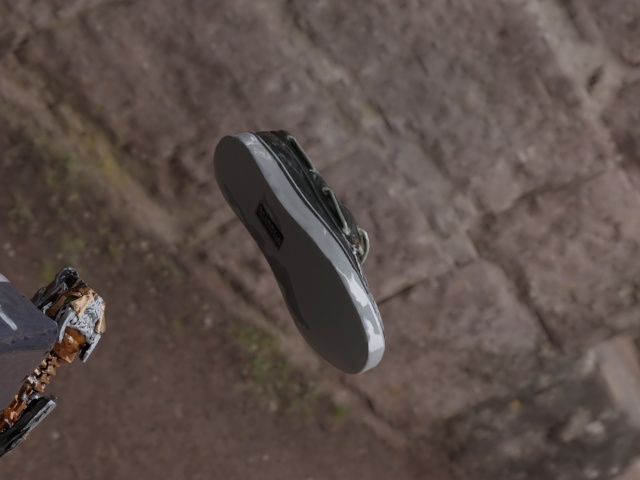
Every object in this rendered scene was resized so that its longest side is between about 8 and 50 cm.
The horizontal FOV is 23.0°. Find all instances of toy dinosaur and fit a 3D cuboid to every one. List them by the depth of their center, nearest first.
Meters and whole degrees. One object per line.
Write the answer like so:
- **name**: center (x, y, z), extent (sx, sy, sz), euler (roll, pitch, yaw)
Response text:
- **toy dinosaur**: center (-0.338, 0.134, 1.387), extent (0.218, 0.322, 0.164), euler (44, -23, 43)

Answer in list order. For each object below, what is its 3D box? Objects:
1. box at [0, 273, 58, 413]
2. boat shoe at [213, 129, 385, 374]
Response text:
- **box**: center (-0.433, 0.001, 0.637), extent (0.480, 0.297, 0.472), euler (41, 5, 6)
- **boat shoe**: center (0.000, 0.000, 1.185), extent (0.070, 0.077, 0.219), euler (-13, 61, -34)
